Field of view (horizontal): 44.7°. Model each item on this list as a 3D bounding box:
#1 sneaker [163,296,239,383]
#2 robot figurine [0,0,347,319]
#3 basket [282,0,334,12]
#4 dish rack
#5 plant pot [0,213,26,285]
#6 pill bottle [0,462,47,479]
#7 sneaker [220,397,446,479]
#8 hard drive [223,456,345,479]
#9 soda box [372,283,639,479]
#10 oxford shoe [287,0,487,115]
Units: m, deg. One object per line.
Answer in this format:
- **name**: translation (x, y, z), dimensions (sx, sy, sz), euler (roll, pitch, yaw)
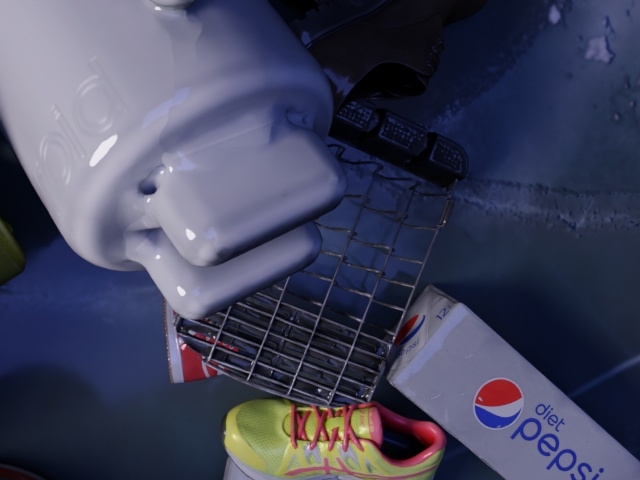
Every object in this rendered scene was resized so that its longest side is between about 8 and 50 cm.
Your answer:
- **sneaker**: translation (-0.105, 0.068, 0.692), dimensions (0.067, 0.042, 0.119), euler (-4, 105, -7)
- **robot figurine**: translation (-0.129, -0.122, 0.538), dimensions (0.199, 0.300, 0.353), euler (-25, 67, -30)
- **basket**: translation (0.007, -0.311, 0.617), dimensions (0.204, 0.154, 0.227), euler (33, 94, 5)
- **dish rack**: translation (0.000, 0.000, 0.678), dimensions (0.208, 0.074, 0.272), euler (23, 86, -12)
- **plant pot**: translation (-0.404, 0.007, 0.493), dimensions (0.353, 0.366, 0.367), euler (-33, 102, -17)
- **pill bottle**: translation (-0.272, 0.313, 0.525), dimensions (0.210, 0.363, 0.210), euler (-1, 97, -11)
- **sneaker**: translation (0.017, 0.171, 0.691), dimensions (0.208, 0.081, 0.094), euler (12, 138, -15)
- **hard drive**: translation (-0.001, 0.384, 0.663), dimensions (0.233, 0.047, 0.353), euler (16, 64, -13)
- **soda box**: translation (0.186, 0.171, 0.738), dimensions (0.286, 0.091, 0.098), euler (40, 89, -13)
- **oxford shoe**: translation (0.070, -0.164, 0.655), dimensions (0.227, 0.083, 0.096), euler (-33, 81, -26)
